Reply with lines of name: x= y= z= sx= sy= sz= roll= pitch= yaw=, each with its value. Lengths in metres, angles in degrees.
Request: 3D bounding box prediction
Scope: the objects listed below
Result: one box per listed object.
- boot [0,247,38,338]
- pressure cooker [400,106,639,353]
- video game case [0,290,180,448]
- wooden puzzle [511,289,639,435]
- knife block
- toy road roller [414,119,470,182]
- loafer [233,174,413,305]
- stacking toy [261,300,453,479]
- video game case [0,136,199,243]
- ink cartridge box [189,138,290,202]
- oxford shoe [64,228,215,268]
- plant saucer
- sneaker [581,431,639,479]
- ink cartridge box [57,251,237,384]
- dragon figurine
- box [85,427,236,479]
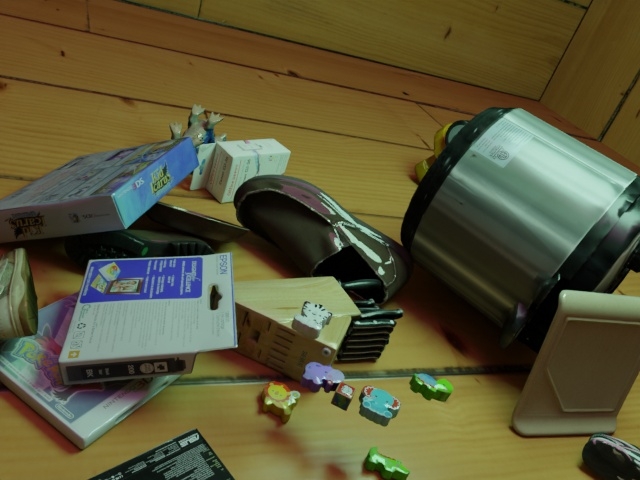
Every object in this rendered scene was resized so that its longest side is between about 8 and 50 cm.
boot: x=-0.447 y=0.075 z=0.714 sx=0.165 sy=0.077 sz=0.213 roll=-13 pitch=24 yaw=-23
pressure cooker: x=0.405 y=-0.002 z=1.056 sx=0.420 sy=0.369 sz=0.376 roll=38 pitch=18 yaw=23
video game case: x=-0.302 y=0.150 z=0.738 sx=0.201 sy=0.023 sz=0.183 roll=30 pitch=31 yaw=17
wooden puzzle: x=0.419 y=0.194 z=0.904 sx=0.221 sy=0.238 sz=0.044 roll=7 pitch=16 yaw=-23
knife block: x=-0.014 y=0.110 z=0.915 sx=0.276 sy=0.088 sz=0.242 roll=24 pitch=29 yaw=6
toy road roller: x=0.409 y=-0.164 z=1.567 sx=0.203 sy=0.241 sz=0.329 roll=-11 pitch=79 yaw=-42
loafer: x=0.000 y=0.000 z=1.047 sx=0.366 sy=0.133 sz=0.130 roll=26 pitch=35 yaw=2
stacking toy: x=0.039 y=0.193 z=0.730 sx=0.221 sy=0.166 sz=0.052 roll=26 pitch=30 yaw=11
video game case: x=-0.364 y=-0.086 z=0.941 sx=0.245 sy=0.061 sz=0.269 roll=-7 pitch=25 yaw=17
ink cartridge box: x=-0.169 y=-0.148 z=1.217 sx=0.198 sy=0.115 sz=0.067 roll=-14 pitch=44 yaw=-43
oxford shoe: x=-0.290 y=0.018 z=0.926 sx=0.227 sy=0.082 sz=0.096 roll=10 pitch=13 yaw=-20
plant saucer: x=-0.225 y=-0.033 z=1.008 sx=0.199 sy=0.036 sz=0.198 roll=18 pitch=1 yaw=0
sneaker: x=0.484 y=0.345 z=0.855 sx=0.178 sy=0.072 sz=0.077 roll=38 pitch=23 yaw=18
ink cartridge box: x=-0.217 y=0.094 z=0.764 sx=0.208 sy=0.045 sz=0.206 roll=-4 pitch=34 yaw=-8
dragon figurine: x=-0.285 y=-0.199 z=1.259 sx=0.085 sy=0.144 sz=0.289 roll=24 pitch=49 yaw=3
box: x=-0.160 y=0.288 z=0.542 sx=0.180 sy=0.077 sz=0.147 roll=-15 pitch=44 yaw=-45
